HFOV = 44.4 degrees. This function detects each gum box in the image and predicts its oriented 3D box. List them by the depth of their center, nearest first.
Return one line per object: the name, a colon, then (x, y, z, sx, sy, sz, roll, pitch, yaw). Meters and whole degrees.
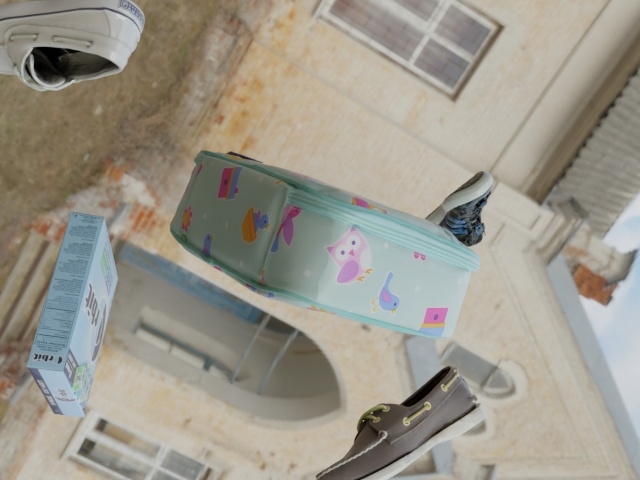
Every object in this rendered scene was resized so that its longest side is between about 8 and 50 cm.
gum box: (-0.276, 0.087, 0.893, 0.157, 0.041, 0.185, 104, -7, -59)

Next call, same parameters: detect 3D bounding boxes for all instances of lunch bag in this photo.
lunch bag: (0.000, 0.000, 0.752, 0.279, 0.224, 0.108, 24, -84, 53)

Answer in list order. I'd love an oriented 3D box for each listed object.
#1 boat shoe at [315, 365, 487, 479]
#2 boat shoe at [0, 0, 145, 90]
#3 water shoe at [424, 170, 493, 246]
boat shoe: (0.111, 0.282, 1.153, 0.324, 0.097, 0.116, -19, 166, -36)
boat shoe: (-0.322, -0.220, 0.927, 0.267, 0.096, 0.088, 1, -112, 27)
water shoe: (0.217, -0.036, 1.140, 0.073, 0.080, 0.203, -37, 174, -16)
